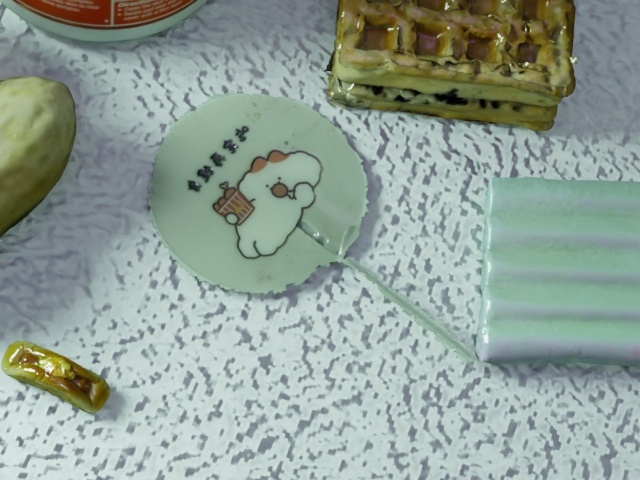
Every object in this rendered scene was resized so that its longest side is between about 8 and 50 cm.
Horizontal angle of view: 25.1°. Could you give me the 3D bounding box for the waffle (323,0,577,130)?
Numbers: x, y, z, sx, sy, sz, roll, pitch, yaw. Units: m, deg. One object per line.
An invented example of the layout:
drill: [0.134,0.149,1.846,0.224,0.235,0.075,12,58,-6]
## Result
waffle: [0.119,-0.262,1.285,0.213,0.091,0.308,6,69,-6]

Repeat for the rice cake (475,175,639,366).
rice cake: [0.233,0.027,1.225,0.198,0.037,0.189,9,69,-5]

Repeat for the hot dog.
hot dog: [-0.209,0.105,1.132,0.090,0.034,0.030,25,69,0]

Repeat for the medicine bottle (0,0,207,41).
medicine bottle: [-0.178,-0.323,1.183,0.253,0.241,0.252,3,70,-9]

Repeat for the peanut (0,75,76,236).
peanut: [-0.285,-0.044,1.130,0.236,0.120,0.110,-43,42,-14]

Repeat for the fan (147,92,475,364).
fan: [0.000,0.000,1.213,0.329,0.009,0.190,37,68,9]
